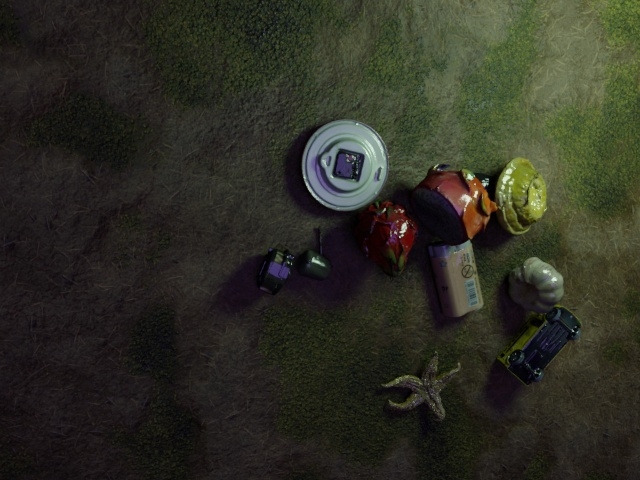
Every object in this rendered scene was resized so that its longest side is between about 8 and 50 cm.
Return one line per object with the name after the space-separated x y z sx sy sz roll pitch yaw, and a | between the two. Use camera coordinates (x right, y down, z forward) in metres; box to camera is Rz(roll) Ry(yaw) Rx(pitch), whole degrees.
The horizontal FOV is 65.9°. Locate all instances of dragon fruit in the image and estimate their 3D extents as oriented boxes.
0.241 -0.001 1.706 0.233 0.234 0.293 -25 87 -8 | dragon fruit
0.469 -0.135 1.715 0.189 0.290 0.291 -41 106 -12 | dragon fruit

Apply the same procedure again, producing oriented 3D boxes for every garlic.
0.854 0.157 1.921 0.212 0.218 0.219 -23 107 -38 | garlic

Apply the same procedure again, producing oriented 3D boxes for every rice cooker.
-0.156 0.104 1.696 0.106 0.112 0.166 18 95 -10 | rice cooker

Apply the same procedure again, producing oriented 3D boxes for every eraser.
0.520 0.132 1.874 0.171 0.087 0.291 -19 105 -11 | eraser

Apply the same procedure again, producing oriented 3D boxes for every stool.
-0.021 0.089 1.735 0.110 0.096 0.096 23 94 -21 | stool

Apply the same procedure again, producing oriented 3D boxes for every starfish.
0.409 0.564 1.938 0.299 0.060 0.302 36 96 -10 | starfish

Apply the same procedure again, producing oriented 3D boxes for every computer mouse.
0.631 -0.175 1.849 0.217 0.073 0.122 27 95 -19 | computer mouse

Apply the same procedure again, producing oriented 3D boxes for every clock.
0.086 -0.257 1.703 0.318 0.080 0.319 -3 101 -13 | clock

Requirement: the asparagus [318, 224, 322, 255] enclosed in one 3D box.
0.000 0.000 1.762 0.014 0.015 0.115 -5 102 -10 | asparagus

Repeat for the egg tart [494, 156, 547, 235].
0.751 -0.162 1.815 0.290 0.115 0.291 -5 98 -41 | egg tart

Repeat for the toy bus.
0.867 0.402 1.969 0.145 0.151 0.331 40 91 -11 | toy bus
